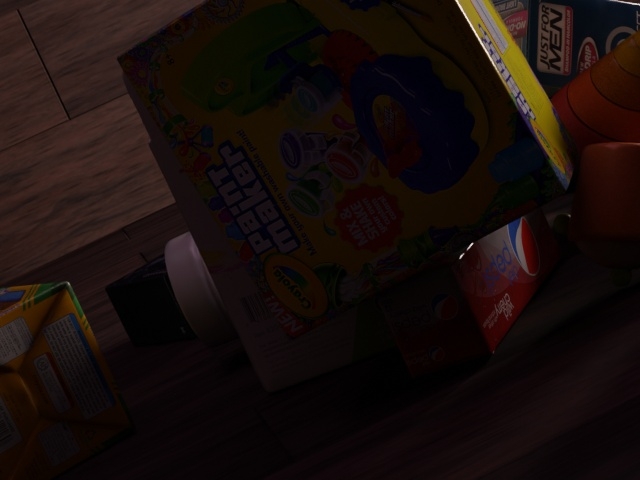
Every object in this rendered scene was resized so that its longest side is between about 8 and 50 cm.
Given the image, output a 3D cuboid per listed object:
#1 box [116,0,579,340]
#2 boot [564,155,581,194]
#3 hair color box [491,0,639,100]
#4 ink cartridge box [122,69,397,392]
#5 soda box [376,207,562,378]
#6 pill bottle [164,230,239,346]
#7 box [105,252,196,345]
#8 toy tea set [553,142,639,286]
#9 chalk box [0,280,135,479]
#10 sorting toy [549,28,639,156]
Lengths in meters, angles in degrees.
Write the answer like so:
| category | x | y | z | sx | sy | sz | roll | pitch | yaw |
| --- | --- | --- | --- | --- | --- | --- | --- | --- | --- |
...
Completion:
| category | x | y | z | sx | sy | sz | roll | pitch | yaw |
| --- | --- | --- | --- | --- | --- | --- | --- | --- | --- |
| box | 0.031 | -0.118 | 1.543 | 0.279 | 0.290 | 0.177 | -30 | 7 | 18 |
| boot | 0.281 | -0.086 | 1.880 | 0.223 | 0.118 | 0.338 | -3 | 3 | -3 |
| hair color box | 0.322 | -0.187 | 1.887 | 0.347 | 0.105 | 0.174 | 5 | -5 | -26 |
| ink cartridge box | -0.026 | -0.054 | 1.731 | 0.207 | 0.353 | 0.119 | -21 | 10 | 17 |
| soda box | 0.142 | 0.031 | 1.638 | 0.083 | 0.092 | 0.263 | -20 | 10 | 28 |
| pill bottle | 0.000 | 0.000 | 1.919 | 0.319 | 0.176 | 0.176 | -22 | 9 | 10 |
| box | -0.165 | 0.058 | 2.282 | 0.158 | 0.093 | 0.156 | -32 | 12 | -35 |
| toy tea set | 0.345 | -0.022 | 1.481 | 0.200 | 0.124 | 0.336 | 4 | -3 | -18 |
| chalk box | -0.357 | 0.163 | 1.911 | 0.179 | 0.180 | 0.289 | -29 | 11 | -25 |
| sorting toy | 0.395 | -0.162 | 1.672 | 0.366 | 0.127 | 0.126 | -8 | -40 | -25 |
